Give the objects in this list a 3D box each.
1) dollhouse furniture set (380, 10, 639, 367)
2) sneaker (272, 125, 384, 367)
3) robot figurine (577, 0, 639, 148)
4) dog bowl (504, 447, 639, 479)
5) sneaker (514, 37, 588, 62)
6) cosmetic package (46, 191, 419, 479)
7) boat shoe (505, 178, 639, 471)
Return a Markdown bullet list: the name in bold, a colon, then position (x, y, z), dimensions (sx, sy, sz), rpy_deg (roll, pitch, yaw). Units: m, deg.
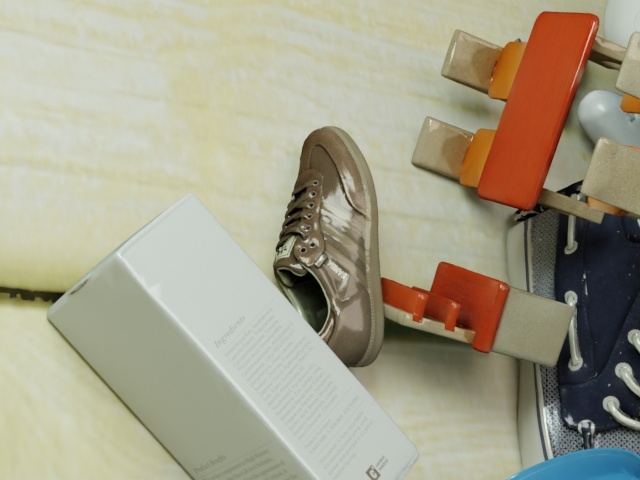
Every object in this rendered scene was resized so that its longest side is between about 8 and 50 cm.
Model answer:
- **dollhouse furniture set**: position (0.144, -0.047, 1.106), dimensions (0.135, 0.262, 0.259), rpy_deg (18, 91, -24)
- **sneaker**: position (0.000, 0.000, 1.088), dimensions (0.071, 0.066, 0.188), rpy_deg (4, 66, -32)
- **robot figurine**: position (0.377, -0.142, 1.284), dimensions (0.353, 0.300, 0.200), rpy_deg (55, 13, -17)
- **dog bowl**: position (0.126, 0.254, 0.999), dimensions (0.297, 0.166, 0.074), rpy_deg (-38, 104, -39)
- **sneaker**: position (0.200, -0.163, 1.321), dimensions (0.069, 0.038, 0.098), rpy_deg (34, 53, -18)
- **cosmetic package**: position (-0.058, 0.092, 0.973), dimensions (0.231, 0.117, 0.085), rpy_deg (51, 50, -6)
- **boat shoe**: position (0.240, 0.100, 1.146), dimensions (0.127, 0.158, 0.341), rpy_deg (5, 66, -33)
